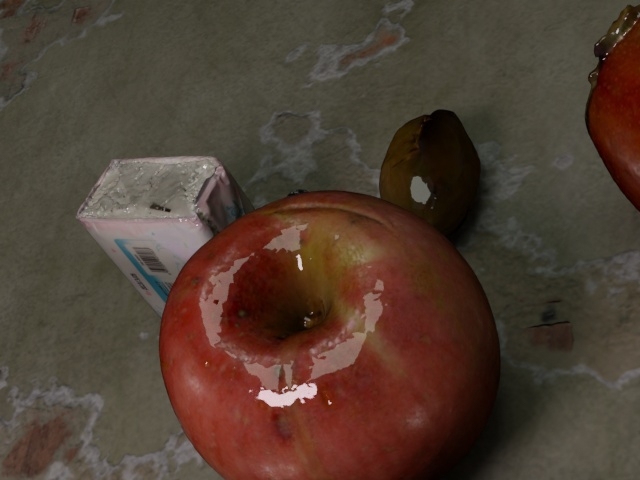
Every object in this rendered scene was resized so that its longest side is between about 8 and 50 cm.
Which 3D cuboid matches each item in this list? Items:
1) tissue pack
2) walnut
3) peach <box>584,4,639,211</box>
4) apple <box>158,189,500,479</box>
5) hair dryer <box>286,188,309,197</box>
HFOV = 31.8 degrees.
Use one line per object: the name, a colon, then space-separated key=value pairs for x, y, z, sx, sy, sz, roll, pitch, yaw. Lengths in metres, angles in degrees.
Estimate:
tissue pack: x=-0.164 y=0.015 z=1.486 sx=0.201 sy=0.271 sz=0.124 roll=-1 pitch=53 yaw=27
walnut: x=0.147 y=-0.090 z=1.523 sx=0.137 sy=0.137 sz=0.245 roll=-10 pitch=47 yaw=20
peach: x=0.505 y=-0.148 z=1.236 sx=0.416 sy=0.339 sz=0.353 roll=5 pitch=53 yaw=37
apple: x=0.017 y=0.131 z=1.251 sx=0.364 sy=0.364 sz=0.364 roll=-15 pitch=46 yaw=16
hair dryer: x=0.000 y=0.000 z=1.572 sx=0.047 sy=0.071 sz=0.150 roll=-31 pitch=59 yaw=1
